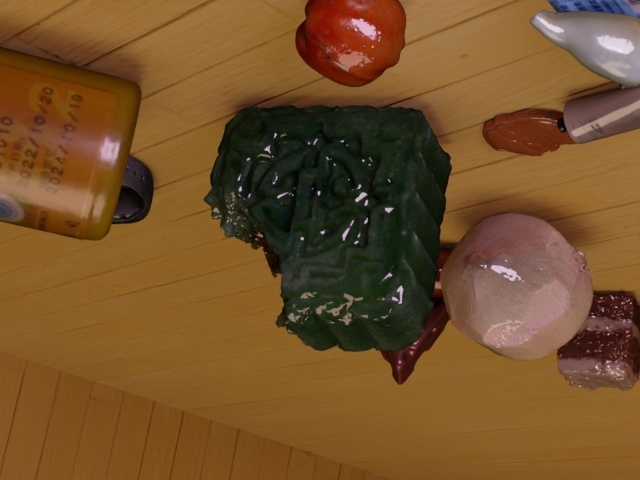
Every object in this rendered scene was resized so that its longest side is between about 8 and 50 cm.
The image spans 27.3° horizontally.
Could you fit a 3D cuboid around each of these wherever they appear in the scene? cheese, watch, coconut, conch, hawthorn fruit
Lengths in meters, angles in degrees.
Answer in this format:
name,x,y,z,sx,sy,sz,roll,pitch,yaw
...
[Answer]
name,x,y,z,sx,sy,sz,roll,pitch,yaw
cheese,0.125,0.109,2.251,0.177,0.203,0.128,35,167,16
watch,-0.365,-0.087,2.061,0.206,0.068,0.193,2,155,12
coconut,0.288,0.068,1.966,0.224,0.224,0.234,0,157,25
conch,0.287,-0.191,1.272,0.180,0.088,0.065,19,116,-2
hawthorn fruit,0.032,-0.225,1.437,0.128,0.128,0.128,9,160,3

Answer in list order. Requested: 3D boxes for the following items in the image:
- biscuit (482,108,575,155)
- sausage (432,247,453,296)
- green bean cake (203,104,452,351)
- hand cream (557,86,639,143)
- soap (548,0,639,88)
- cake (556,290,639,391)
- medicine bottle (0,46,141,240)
name,x,y,z,sx,sy,sz,roll,pitch,yaw
biscuit,0.270,-0.137,1.696,0.102,0.019,0.130,27,154,-37
sausage,0.197,0.052,2.151,0.300,0.083,0.089,5,147,5
green bean cake,0.001,-0.020,1.717,0.300,0.307,0.169,0,156,21
hand cream,0.367,-0.157,1.559,0.186,0.054,0.087,-13,146,34
soap,0.307,-0.252,1.282,0.156,0.077,0.293,-3,155,34
cake,0.478,0.175,2.256,0.135,0.147,0.134,2,158,25
medicine bottle,-0.440,-0.144,1.706,0.385,0.224,0.224,14,160,-11
